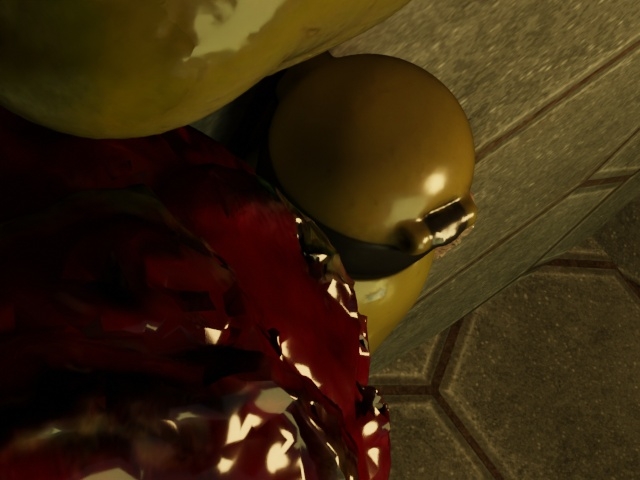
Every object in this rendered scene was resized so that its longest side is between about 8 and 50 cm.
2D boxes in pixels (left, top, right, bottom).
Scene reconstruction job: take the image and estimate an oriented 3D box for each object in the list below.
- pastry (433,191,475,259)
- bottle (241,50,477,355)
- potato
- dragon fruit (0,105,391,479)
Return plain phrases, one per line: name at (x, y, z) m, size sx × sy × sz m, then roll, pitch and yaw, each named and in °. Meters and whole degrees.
pastry at (0.094, -0.023, 1.108) m, size 0.112 × 0.102 × 0.265 m, roll -16°, pitch 168°, yaw -12°
bottle at (0.000, 0.000, 0.809) m, size 0.172 × 0.171 × 0.351 m, roll -29°, pitch 163°, yaw -31°
potato at (-0.036, -0.115, 0.369) m, size 0.200 × 0.137 × 0.154 m, roll -31°, pitch 167°, yaw -29°
dragon fruit at (-0.125, 0.083, 0.458) m, size 0.329 × 0.329 × 0.329 m, roll -35°, pitch 167°, yaw -9°
